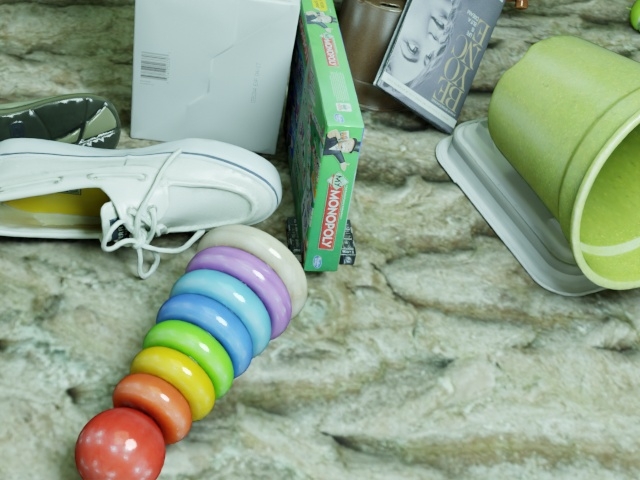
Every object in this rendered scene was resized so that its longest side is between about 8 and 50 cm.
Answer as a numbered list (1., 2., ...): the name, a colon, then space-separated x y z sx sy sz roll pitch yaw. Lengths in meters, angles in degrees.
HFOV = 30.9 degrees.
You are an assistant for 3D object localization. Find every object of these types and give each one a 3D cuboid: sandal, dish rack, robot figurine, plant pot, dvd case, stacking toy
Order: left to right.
1. sandal: -0.408 -0.132 1.468 0.303 0.120 0.086 -5 21 -21
2. stacking toy: -0.144 0.131 1.223 0.141 0.141 0.330 24 48 13
3. plant pot: 0.091 -0.303 1.698 0.167 0.165 0.167 7 44 -6
4. dvd case: 0.172 -0.284 1.637 0.165 0.221 0.018 28 -7 -40
5. dish rack: 0.350 -0.081 1.593 0.286 0.072 0.332 -13 49 -25
6. plant pot: 0.348 -0.121 1.423 0.276 0.276 0.254 -13 37 -24
7. robot figurine: 0.572 -0.371 1.945 0.115 0.067 0.101 34 37 23

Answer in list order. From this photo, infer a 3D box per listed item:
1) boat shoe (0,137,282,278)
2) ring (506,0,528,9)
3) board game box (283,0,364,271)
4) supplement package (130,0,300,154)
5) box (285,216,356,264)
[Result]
1. boat shoe: -0.231 -0.035 1.370 0.367 0.135 0.156 5 43 -4
2. ring: 0.247 -0.397 1.788 0.337 0.032 0.336 3 1 0
3. board game box: -0.003 -0.142 1.453 0.046 0.213 0.317 3 39 -10
4. supplement package: -0.141 -0.264 1.528 0.204 0.261 0.145 7 48 -5
5. box: 0.000 0.000 1.466 0.083 0.018 0.067 2 44 -11
